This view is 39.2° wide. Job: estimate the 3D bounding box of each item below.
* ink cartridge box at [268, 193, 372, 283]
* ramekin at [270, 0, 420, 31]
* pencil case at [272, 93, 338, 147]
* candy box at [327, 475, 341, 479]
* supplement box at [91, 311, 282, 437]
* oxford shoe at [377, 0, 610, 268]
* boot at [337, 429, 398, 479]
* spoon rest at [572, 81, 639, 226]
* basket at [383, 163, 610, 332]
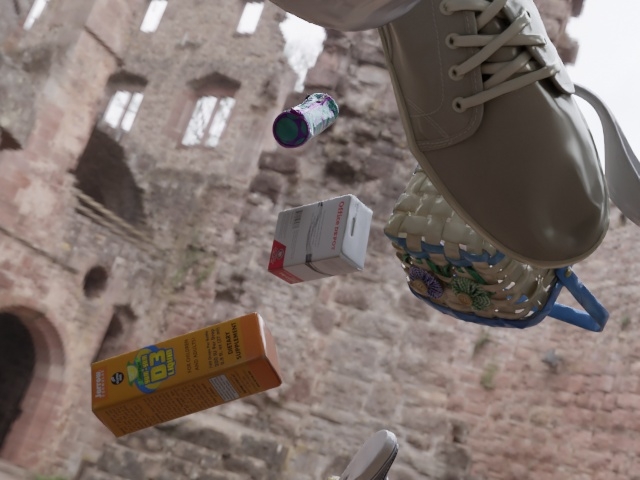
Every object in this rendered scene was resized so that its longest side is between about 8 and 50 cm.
[{"bbox_3d":[0.000,0.000,1.402,0.151,0.109,0.063,-12,-34,38],"label":"ink cartridge box"},{"bbox_3d":[0.036,-0.289,0.583,0.277,0.277,0.135,31,-27,-36],"label":"ramekin"},{"bbox_3d":[-0.024,-0.200,1.486,0.065,0.070,0.151,28,28,8],"label":"pencil case"},{"bbox_3d":[0.085,0.604,1.691,0.183,0.316,0.087,1,-50,9],"label":"candy box"},{"bbox_3d":[-0.173,0.172,1.150,0.234,0.078,0.080,-20,-40,6],"label":"supplement box"},{"bbox_3d":[0.145,-0.176,0.837,0.449,0.169,0.130,65,-9,-4],"label":"oxford shoe"},{"bbox_3d":[0.072,0.335,1.200,0.086,0.069,0.190,29,-60,-7],"label":"boot"},{"bbox_3d":[0.371,-0.111,1.149,0.276,0.084,0.137,43,23,5],"label":"spoon rest"},{"bbox_3d":[0.234,0.023,1.230,0.255,0.201,0.289,14,-18,47],"label":"basket"}]
